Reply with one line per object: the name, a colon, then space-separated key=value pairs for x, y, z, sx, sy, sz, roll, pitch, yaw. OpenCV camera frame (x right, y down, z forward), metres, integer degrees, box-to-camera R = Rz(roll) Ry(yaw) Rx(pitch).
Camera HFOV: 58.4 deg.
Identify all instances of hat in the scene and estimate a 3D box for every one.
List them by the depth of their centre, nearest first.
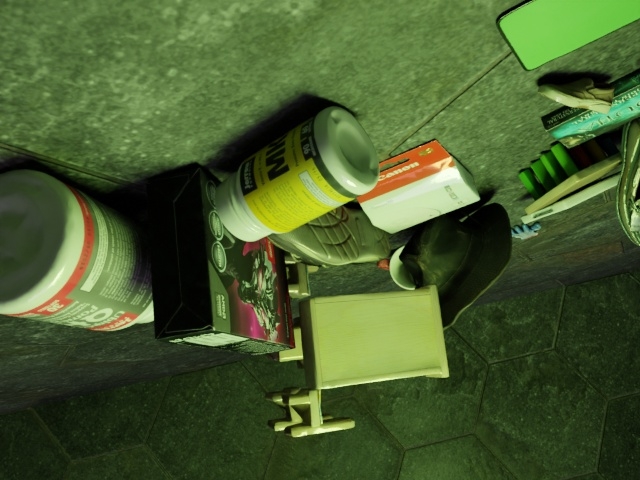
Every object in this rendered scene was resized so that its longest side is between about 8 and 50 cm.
hat: x=0.247 y=0.024 z=1.190 sx=0.134 sy=0.331 sz=0.331 roll=35 pitch=146 yaw=-11

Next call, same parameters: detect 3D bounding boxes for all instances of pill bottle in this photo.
pill bottle: x=-0.036 y=-0.080 z=0.767 sx=0.209 sy=0.119 sz=0.119 roll=-26 pitch=159 yaw=33
pill bottle: x=-0.329 y=0.034 z=0.809 sx=0.177 sy=0.176 sz=0.318 roll=-16 pitch=162 yaw=9

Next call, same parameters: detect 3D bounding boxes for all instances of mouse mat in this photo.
mouse mat: x=0.305 y=-0.261 z=0.643 sx=0.190 sy=0.007 sz=0.153 roll=-22 pitch=161 yaw=28

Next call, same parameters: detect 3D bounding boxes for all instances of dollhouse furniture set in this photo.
dollhouse furniture set: x=0.043 y=0.204 z=1.188 sx=0.257 sy=0.361 sz=0.394 roll=-2 pitch=169 yaw=-20

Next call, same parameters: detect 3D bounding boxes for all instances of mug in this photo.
mug: x=0.243 y=0.066 z=1.510 sx=0.113 sy=0.150 sz=0.169 roll=-55 pitch=158 yaw=6

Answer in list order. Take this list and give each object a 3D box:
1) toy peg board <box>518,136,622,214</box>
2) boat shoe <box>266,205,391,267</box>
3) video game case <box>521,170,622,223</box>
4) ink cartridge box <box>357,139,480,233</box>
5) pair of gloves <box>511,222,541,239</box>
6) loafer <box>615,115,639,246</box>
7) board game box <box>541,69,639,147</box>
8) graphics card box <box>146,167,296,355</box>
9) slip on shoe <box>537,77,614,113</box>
toy peg board: x=0.468 y=-0.138 z=1.069 sx=0.161 sy=0.079 sz=0.161 roll=-24 pitch=168 yaw=-19
boat shoe: x=0.000 y=0.000 z=1.027 sx=0.130 sy=0.132 sz=0.355 roll=-21 pitch=161 yaw=29
video game case: x=0.541 y=-0.094 z=1.197 sx=0.191 sy=0.022 sz=0.173 roll=-25 pitch=176 yaw=-10
ink cartridge box: x=0.161 y=-0.084 z=1.013 sx=0.189 sy=0.066 sz=0.232 roll=-21 pitch=165 yaw=24
pair of gloves: x=0.517 y=-0.003 z=1.586 sx=0.198 sy=0.023 sz=0.159 roll=-23 pitch=160 yaw=31
loafer: x=0.560 y=-0.090 z=0.970 sx=0.096 sy=0.267 sz=0.084 roll=-13 pitch=-154 yaw=11
board game box: x=0.455 y=-0.207 z=0.890 sx=0.186 sy=0.026 sz=0.126 roll=-26 pitch=158 yaw=35
graphics card box: x=-0.144 y=0.057 z=0.926 sx=0.094 sy=0.232 sz=0.371 roll=-11 pitch=163 yaw=13
slip on shoe: x=0.360 y=-0.208 z=0.799 sx=0.136 sy=0.051 sz=0.041 roll=5 pitch=117 yaw=-26
